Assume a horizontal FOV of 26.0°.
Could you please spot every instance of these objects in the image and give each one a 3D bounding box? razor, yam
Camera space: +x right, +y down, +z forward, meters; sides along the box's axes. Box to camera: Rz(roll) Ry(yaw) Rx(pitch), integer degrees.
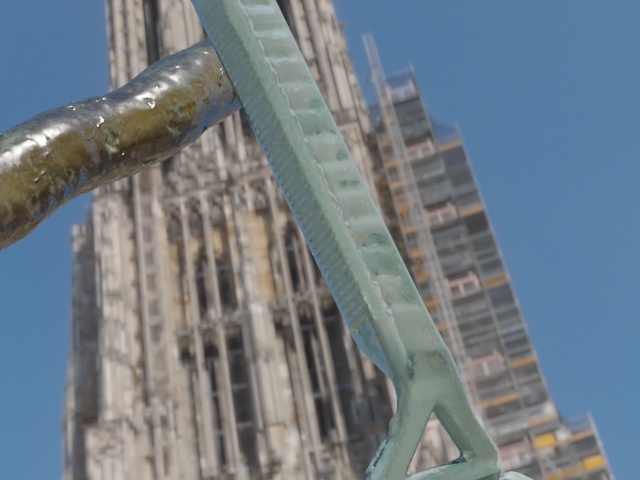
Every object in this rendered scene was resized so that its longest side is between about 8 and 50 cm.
[{"bbox_3d":[0.005,-0.005,0.568,0.111,0.277,0.056,-12,-15,-37],"label":"razor"},{"bbox_3d":[-0.123,-0.060,0.805,0.061,0.253,0.061,17,-57,28],"label":"yam"}]
